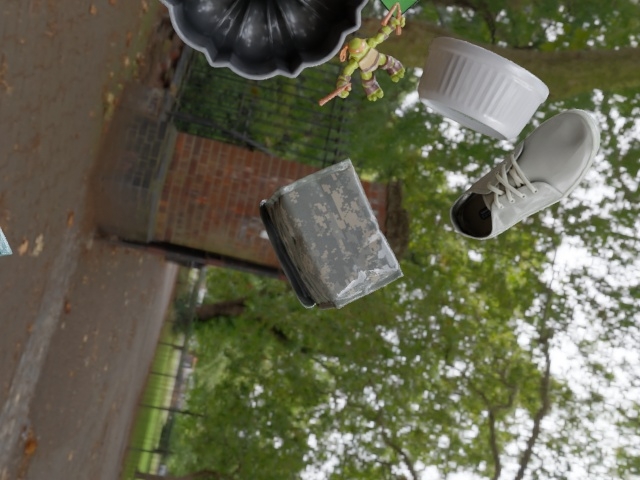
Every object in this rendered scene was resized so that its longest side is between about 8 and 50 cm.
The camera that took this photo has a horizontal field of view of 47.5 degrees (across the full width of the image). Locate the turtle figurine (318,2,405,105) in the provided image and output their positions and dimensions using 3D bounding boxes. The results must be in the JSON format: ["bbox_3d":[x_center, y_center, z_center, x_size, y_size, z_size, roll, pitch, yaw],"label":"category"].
[{"bbox_3d":[0.097,-0.390,1.617,0.270,0.087,0.217,-54,156,4],"label":"turtle figurine"}]

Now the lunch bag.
[{"bbox_3d":[0.000,0.000,1.366,0.235,0.168,0.287,65,-15,-1],"label":"lunch bag"}]

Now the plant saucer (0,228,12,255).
[{"bbox_3d":[-0.599,0.007,1.262,0.018,0.192,0.067,-35,109,-47],"label":"plant saucer"}]

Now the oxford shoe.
[{"bbox_3d":[0.467,-0.134,1.714,0.449,0.130,0.169,-45,-114,44],"label":"oxford shoe"}]

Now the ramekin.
[{"bbox_3d":[0.329,-0.311,1.532,0.127,0.272,0.273,-64,-170,6],"label":"ramekin"}]

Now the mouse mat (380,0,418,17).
[{"bbox_3d":[0.205,-0.726,1.986,0.152,0.190,0.007,-38,-171,19],"label":"mouse mat"}]

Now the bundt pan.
[{"bbox_3d":[-0.085,-0.420,1.120,0.124,0.330,0.331,-104,-153,-69],"label":"bundt pan"}]
